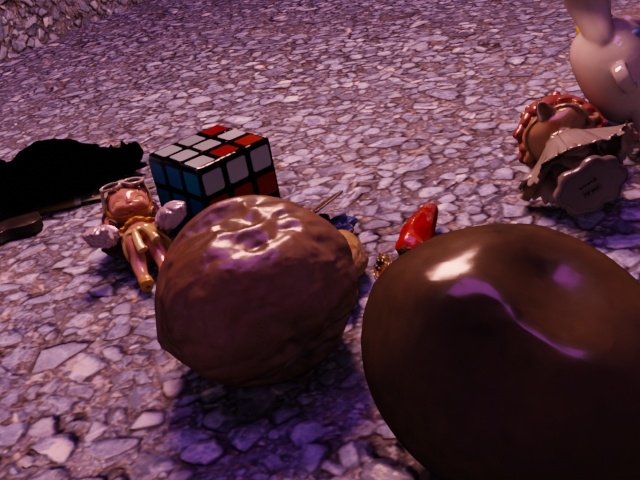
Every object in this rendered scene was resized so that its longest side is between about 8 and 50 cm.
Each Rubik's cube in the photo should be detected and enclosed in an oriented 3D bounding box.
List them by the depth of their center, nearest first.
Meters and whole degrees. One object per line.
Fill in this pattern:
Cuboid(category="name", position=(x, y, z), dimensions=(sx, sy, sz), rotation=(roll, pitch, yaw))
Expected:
Cuboid(category="Rubik's cube", position=(-0.183, -0.094, 1.517), dimensions=(0.163, 0.160, 0.162), rotation=(-29, 33, -31))

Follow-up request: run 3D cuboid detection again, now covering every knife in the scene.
Cuboid(category="knife", position=(-0.481, -0.087, 1.772), dimensions=(0.298, 0.017, 0.047), rotation=(-14, 21, -5))

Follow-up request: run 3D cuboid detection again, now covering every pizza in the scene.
Cuboid(category="pizza", position=(-0.571, -0.148, 1.839), dimensions=(0.392, 0.080, 0.435), rotation=(-5, 25, 15))

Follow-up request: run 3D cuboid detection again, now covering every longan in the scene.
Cuboid(category="longan", position=(0.198, 0.128, 0.844), dimensions=(0.350, 0.288, 0.288), rotation=(24, 42, 32))

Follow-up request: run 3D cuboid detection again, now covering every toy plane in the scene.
Cuboid(category="toy plane", position=(0.000, 0.000, 1.398), dimensions=(0.167, 0.054, 0.062), rotation=(-27, 57, -30))

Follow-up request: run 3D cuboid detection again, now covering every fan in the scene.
Cuboid(category="fan", position=(-0.051, -0.011, 1.412), dimensions=(0.220, 0.009, 0.132), rotation=(-41, 4, -21))

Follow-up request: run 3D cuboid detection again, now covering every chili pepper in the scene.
Cuboid(category="chili pepper", position=(0.151, -0.009, 1.343), dimensions=(0.050, 0.059, 0.191), rotation=(-6, 28, 28))

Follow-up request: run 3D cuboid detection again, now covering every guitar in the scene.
Cuboid(category="guitar", position=(-0.652, -0.003, 1.664), dimensions=(0.233, 0.025, 0.088), rotation=(-23, 26, -22))

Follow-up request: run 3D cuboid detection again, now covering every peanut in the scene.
Cuboid(category="peanut", position=(0.031, 0.041, 1.275), dimensions=(0.080, 0.080, 0.174), rotation=(-6, 31, 10))

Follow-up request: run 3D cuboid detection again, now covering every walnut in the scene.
Cuboid(category="walnut", position=(-0.087, 0.067, 1.099), dimensions=(0.273, 0.227, 0.273), rotation=(-12, 30, 7))

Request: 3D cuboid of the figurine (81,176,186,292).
Cuboid(category="figurine", position=(-0.307, -0.012, 1.456), dimensions=(0.175, 0.115, 0.240), rotation=(-20, 34, -13))

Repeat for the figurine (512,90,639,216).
Cuboid(category="figurine", position=(0.402, -0.169, 1.434), dimensions=(0.207, 0.166, 0.387), rotation=(-35, 24, 18))

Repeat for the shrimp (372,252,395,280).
Cuboid(category="shrimp", position=(0.131, 0.068, 1.219), dimensions=(0.101, 0.042, 0.190), rotation=(-14, 32, -26))

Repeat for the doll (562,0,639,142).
Cuboid(category="doll", position=(0.551, -0.301, 1.539), dimensions=(0.187, 0.376, 0.365), rotation=(-7, 7, 20))
